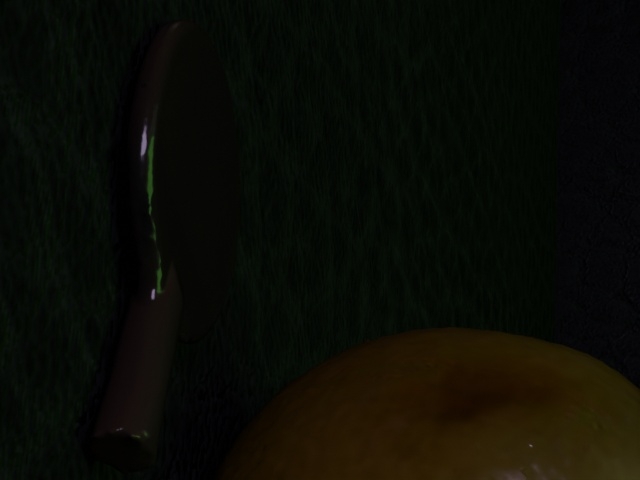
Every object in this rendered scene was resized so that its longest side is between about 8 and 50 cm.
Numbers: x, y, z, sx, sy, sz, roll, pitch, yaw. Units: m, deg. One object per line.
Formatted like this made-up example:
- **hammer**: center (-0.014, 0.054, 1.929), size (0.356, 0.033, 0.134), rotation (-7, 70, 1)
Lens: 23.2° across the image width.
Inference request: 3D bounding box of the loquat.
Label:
- **loquat**: center (0.049, 0.132, 0.573), size (0.208, 0.208, 0.208), rotation (0, 90, -77)

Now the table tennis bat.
- **table tennis bat**: center (0.000, 0.000, 0.507), size (0.107, 0.119, 0.170), rotation (75, 18, -47)
